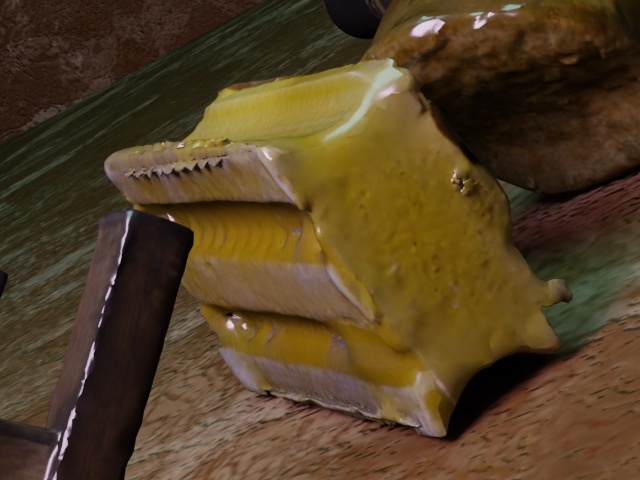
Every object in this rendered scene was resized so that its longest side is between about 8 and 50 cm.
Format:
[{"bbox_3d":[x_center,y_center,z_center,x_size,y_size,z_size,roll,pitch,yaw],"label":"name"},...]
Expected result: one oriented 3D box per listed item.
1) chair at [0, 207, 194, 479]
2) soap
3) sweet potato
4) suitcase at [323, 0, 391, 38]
[{"bbox_3d":[-0.207,0.182,0.491,0.241,0.416,0.203,14,-11,-28],"label":"chair"},{"bbox_3d":[-0.001,0.001,0.785,0.076,0.135,0.233,-35,12,-19],"label":"soap"},{"bbox_3d":[0.141,-0.131,0.956,0.158,0.158,0.369,-23,15,34],"label":"sweet potato"},{"bbox_3d":[0.106,-0.346,1.257,0.283,0.434,0.194,-13,8,-13],"label":"suitcase"}]
